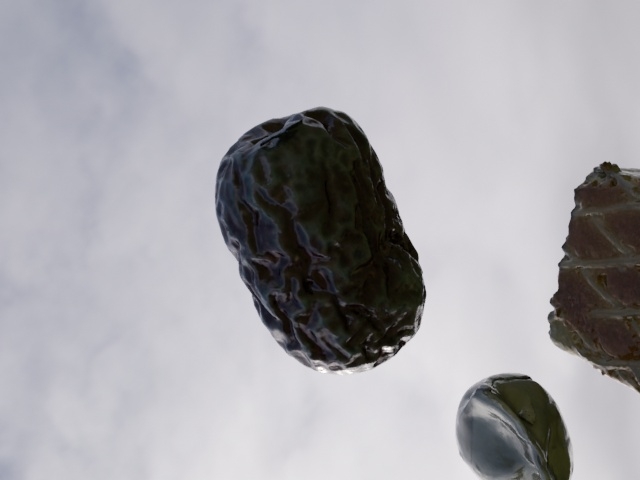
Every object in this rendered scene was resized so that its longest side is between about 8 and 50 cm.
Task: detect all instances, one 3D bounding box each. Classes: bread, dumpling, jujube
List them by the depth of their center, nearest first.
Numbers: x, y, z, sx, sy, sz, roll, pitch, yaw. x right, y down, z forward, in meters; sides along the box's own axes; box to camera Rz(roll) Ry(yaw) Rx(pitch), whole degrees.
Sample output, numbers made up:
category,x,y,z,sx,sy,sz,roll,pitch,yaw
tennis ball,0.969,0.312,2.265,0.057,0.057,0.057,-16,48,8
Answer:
category,x,y,z,sx,sy,sz,roll,pitch,yaw
jujube,0.000,0.000,1.169,0.226,0.226,0.317,-51,-54,-47
dumpling,0.325,0.337,1.563,0.181,0.341,0.260,-25,-113,-22
bread,0.636,0.073,1.726,0.279,0.390,0.371,-1,-73,-36
